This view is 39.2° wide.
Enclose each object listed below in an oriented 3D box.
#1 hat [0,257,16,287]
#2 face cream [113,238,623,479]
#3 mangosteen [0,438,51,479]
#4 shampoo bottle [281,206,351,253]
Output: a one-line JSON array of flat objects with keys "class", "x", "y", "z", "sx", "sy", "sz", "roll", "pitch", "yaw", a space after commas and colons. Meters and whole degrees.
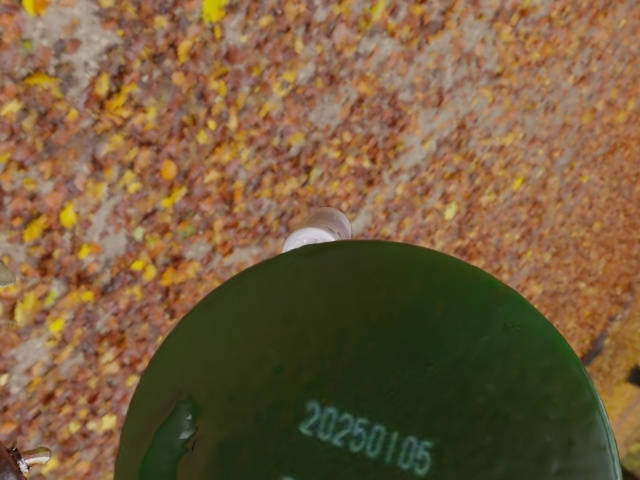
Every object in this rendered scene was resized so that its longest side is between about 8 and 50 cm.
[{"class": "hat", "x": -0.382, "y": -0.059, "z": 0.854, "sx": 0.110, "sy": 0.252, "sz": 0.252, "roll": -62, "pitch": 155, "yaw": 0}, {"class": "face cream", "x": 0.018, "y": 0.162, "z": 0.519, "sx": 0.219, "sy": 0.312, "sz": 0.357, "roll": -35, "pitch": 162, "yaw": -13}, {"class": "mangosteen", "x": -0.649, "y": 0.467, "z": 1.752, "sx": 0.261, "sy": 0.235, "sz": 0.236, "roll": -28, "pitch": 148, "yaw": -32}, {"class": "shampoo bottle", "x": 0.000, "y": 0.000, "z": 1.449, "sx": 0.092, "sy": 0.092, "sz": 0.303, "roll": -55, "pitch": -178, "yaw": 11}]
